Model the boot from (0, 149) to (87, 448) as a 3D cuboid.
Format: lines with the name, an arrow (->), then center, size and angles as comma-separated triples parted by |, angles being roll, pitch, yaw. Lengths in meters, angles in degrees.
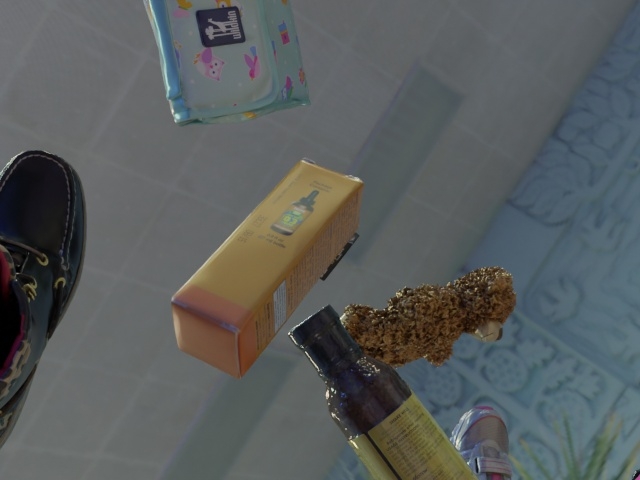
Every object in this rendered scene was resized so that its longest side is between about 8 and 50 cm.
boot -> -0.343, 0.049, 1.010 | 0.138, 0.284, 0.377 | 19, -106, -9

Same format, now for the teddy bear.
teddy bear -> 0.172, 0.150, 1.591 | 0.338, 0.113, 0.245 | -7, -40, -16

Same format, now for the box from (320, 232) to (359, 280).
box -> 0.000, 0.000, 1.093 | 0.018, 0.083, 0.067 | 36, -88, -36

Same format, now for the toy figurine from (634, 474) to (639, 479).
toy figurine -> 0.423, 0.287, 1.069 | 0.159, 0.130, 0.173 | -23, -64, -16

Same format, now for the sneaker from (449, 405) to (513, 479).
sneaker -> 0.266, 0.389, 1.495 | 0.103, 0.111, 0.252 | 3, -95, -21

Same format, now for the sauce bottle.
sauce bottle -> 0.087, 0.238, 1.233 | 0.111, 0.344, 0.111 | -35, -4, -2

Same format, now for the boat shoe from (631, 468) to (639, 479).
boat shoe -> 0.622, 0.440, 1.498 | 0.113, 0.340, 0.127 | 43, -94, -22

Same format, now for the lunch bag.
lunch bag -> -0.131, -0.262, 1.228 | 0.262, 0.160, 0.223 | -23, -76, -68

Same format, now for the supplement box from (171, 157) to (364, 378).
supplement box -> -0.045, 0.020, 0.925 | 0.233, 0.078, 0.080 | -51, -27, -36
